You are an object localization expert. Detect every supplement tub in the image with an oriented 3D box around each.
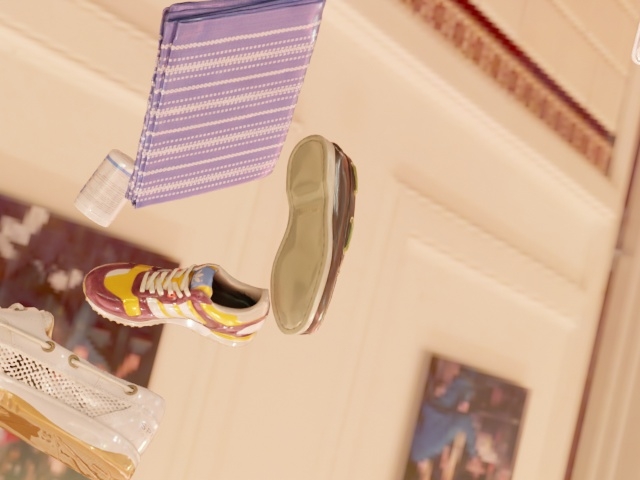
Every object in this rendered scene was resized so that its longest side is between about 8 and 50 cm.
[{"bbox_3d":[-0.327,-0.083,2.131,0.071,0.107,0.071,38,-175,-4],"label":"supplement tub"}]

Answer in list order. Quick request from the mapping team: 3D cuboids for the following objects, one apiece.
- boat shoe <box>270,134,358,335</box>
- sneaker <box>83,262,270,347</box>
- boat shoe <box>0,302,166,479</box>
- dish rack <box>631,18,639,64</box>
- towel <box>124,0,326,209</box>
[{"bbox_3d":[0.000,0.000,1.497,0.081,0.227,0.069,-7,158,39],"label":"boat shoe"},{"bbox_3d":[-0.141,0.048,1.366,0.186,0.069,0.084,12,143,-12],"label":"sneaker"},{"bbox_3d":[-0.257,0.100,1.148,0.277,0.096,0.098,31,150,4],"label":"boat shoe"},{"bbox_3d":[0.516,-0.307,1.514,0.333,0.072,0.285,-25,155,-10],"label":"dish rack"},{"bbox_3d":[-0.131,-0.191,1.828,0.243,0.336,0.040,-15,-127,-31],"label":"towel"}]
